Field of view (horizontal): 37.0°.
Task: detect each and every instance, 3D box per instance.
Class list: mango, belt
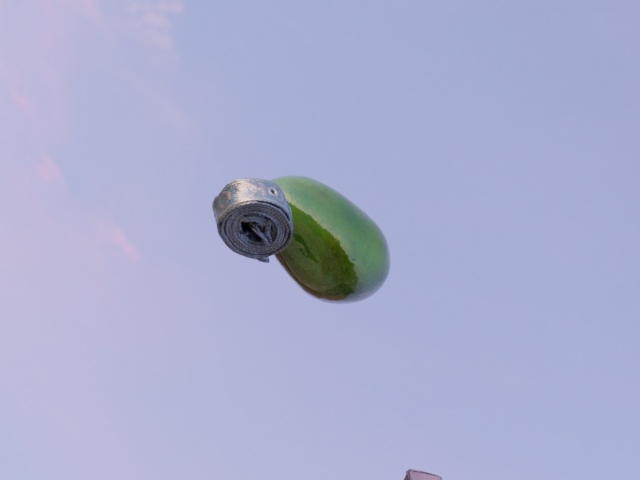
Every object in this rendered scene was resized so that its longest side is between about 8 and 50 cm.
[{"bbox_3d":[0.000,0.000,2.051,0.382,0.225,0.201,36,-18,-35],"label":"mango"},{"bbox_3d":[-0.120,-0.036,1.745,0.147,0.163,0.082,-41,-134,29],"label":"belt"}]

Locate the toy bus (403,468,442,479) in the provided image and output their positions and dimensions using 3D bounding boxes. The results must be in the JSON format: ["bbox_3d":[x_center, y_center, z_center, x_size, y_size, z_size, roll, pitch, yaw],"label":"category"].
[{"bbox_3d":[0.243,0.637,2.048,0.317,0.112,0.138,-108,-142,-64],"label":"toy bus"}]
